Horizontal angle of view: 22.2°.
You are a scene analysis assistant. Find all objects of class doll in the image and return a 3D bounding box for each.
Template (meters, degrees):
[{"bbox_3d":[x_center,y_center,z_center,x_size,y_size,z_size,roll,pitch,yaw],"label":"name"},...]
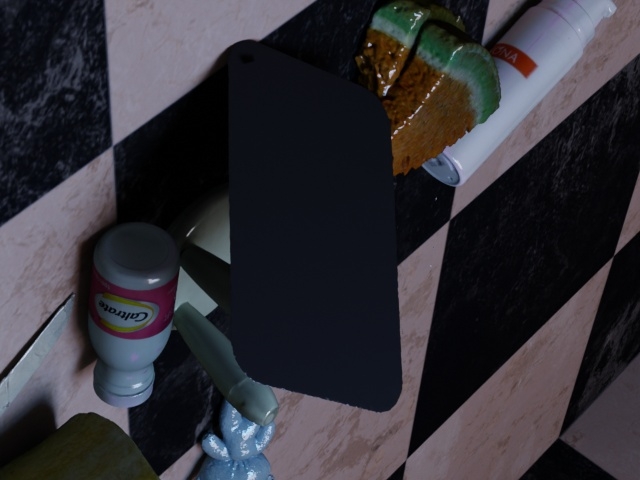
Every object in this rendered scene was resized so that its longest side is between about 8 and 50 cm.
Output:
[{"bbox_3d":[-0.115,0.271,2.209,0.120,0.075,0.179,-2,110,-16],"label":"doll"}]

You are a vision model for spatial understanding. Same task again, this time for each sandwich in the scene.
[{"bbox_3d":[0.123,-0.183,1.979,0.212,0.109,0.292,-46,156,-21],"label":"sandwich"}]

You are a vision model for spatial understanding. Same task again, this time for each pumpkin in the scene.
[{"bbox_3d":[-0.271,0.368,1.750,0.199,0.332,0.332,-21,141,-33],"label":"pumpkin"}]

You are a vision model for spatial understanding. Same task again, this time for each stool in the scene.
[{"bbox_3d":[-0.071,0.063,1.833,0.195,0.199,0.195,-37,153,-38],"label":"stool"}]

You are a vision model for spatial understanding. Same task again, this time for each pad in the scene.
[{"bbox_3d":[0.001,0.000,1.735,0.315,0.375,0.063,19,152,-40],"label":"pad"}]

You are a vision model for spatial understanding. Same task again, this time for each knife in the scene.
[{"bbox_3d":[-0.341,0.177,1.695,0.298,0.017,0.047,-52,151,-6],"label":"knife"}]

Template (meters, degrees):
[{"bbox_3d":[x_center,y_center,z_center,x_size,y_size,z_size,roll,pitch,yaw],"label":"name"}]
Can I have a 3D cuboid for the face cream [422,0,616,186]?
[{"bbox_3d":[0.263,-0.223,2.204,0.345,0.102,0.102,-48,156,-18],"label":"face cream"}]

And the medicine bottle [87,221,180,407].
[{"bbox_3d":[-0.203,0.084,1.740,0.090,0.090,0.216,-35,150,-38],"label":"medicine bottle"}]
